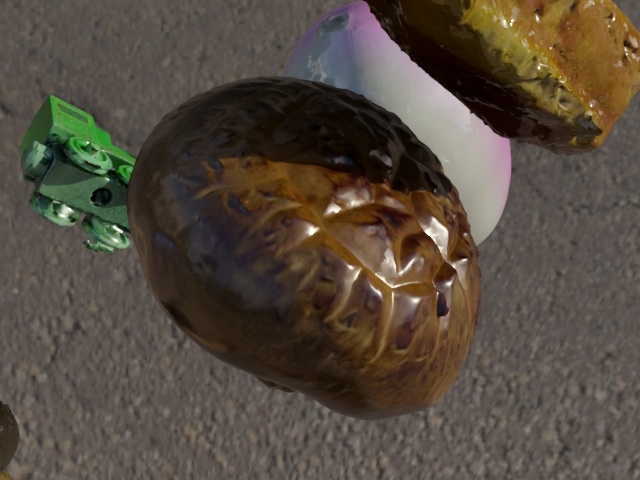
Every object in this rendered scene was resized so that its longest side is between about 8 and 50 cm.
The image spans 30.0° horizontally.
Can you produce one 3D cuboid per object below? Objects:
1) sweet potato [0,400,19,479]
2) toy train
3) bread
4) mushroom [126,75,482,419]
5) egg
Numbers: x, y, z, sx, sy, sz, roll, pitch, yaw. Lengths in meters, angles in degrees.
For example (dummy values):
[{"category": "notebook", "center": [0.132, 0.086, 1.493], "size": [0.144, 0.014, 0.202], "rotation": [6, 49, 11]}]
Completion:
[{"category": "sweet potato", "center": [-0.272, 0.178, 0.936], "size": [0.081, 0.233, 0.062], "rotation": [22, 59, 4]}, {"category": "toy train", "center": [-0.143, -0.033, 1.033], "size": [0.251, 0.085, 0.119], "rotation": [26, 20, -29]}, {"category": "bread", "center": [0.043, -0.169, 0.659], "size": [0.380, 0.109, 0.185], "rotation": [29, 21, -44]}, {"category": "mushroom", "center": [0.000, 0.000, 0.768], "size": [0.253, 0.153, 0.253], "rotation": [28, 38, -25]}, {"category": "egg", "center": [0.072, -0.094, 1.095], "size": [0.196, 0.271, 0.196], "rotation": [-11, 43, 10]}]
